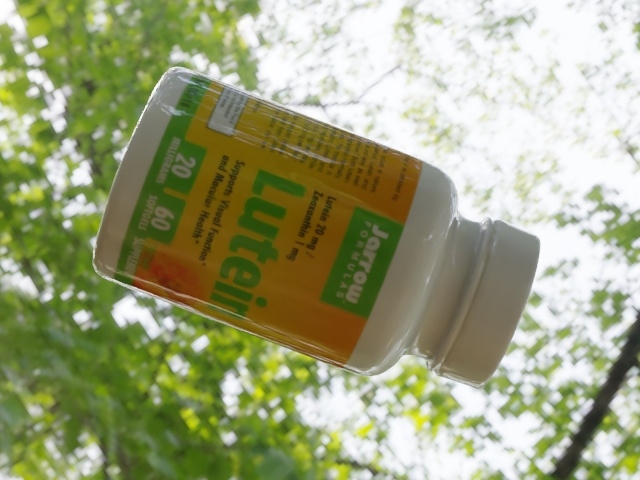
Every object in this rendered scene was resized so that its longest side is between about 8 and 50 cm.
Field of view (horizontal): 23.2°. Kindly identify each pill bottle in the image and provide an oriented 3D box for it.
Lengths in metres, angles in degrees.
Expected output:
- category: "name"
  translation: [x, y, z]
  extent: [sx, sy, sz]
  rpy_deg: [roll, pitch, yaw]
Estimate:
- category: "pill bottle"
  translation: [0.000, 0.000, 0.938]
  extent: [0.245, 0.136, 0.136]
  rpy_deg: [21, -47, -2]
